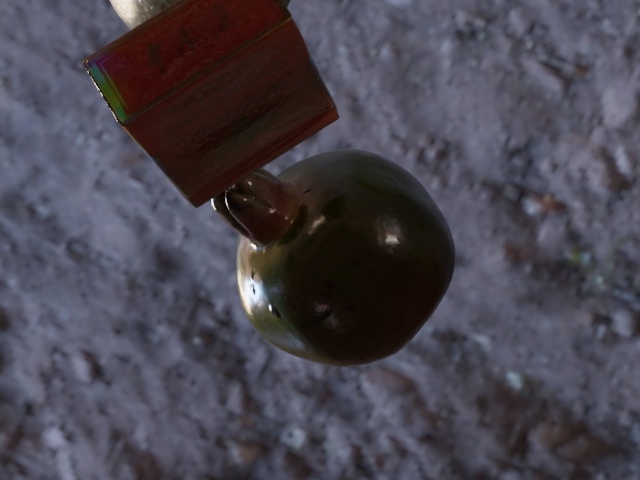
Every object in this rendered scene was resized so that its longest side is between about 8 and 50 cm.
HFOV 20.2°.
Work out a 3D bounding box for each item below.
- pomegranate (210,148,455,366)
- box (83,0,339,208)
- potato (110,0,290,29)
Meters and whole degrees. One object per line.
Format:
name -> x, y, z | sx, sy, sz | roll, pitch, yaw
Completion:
pomegranate -> 0.000, 0.000, 1.395 | 0.209, 0.180, 0.180 | 39, 153, -31
box -> -0.057, -0.087, 1.028 | 0.048, 0.112, 0.175 | 57, 179, 17
potato -> -0.077, -0.199, 1.192 | 0.157, 0.157, 0.194 | 31, -179, -13
